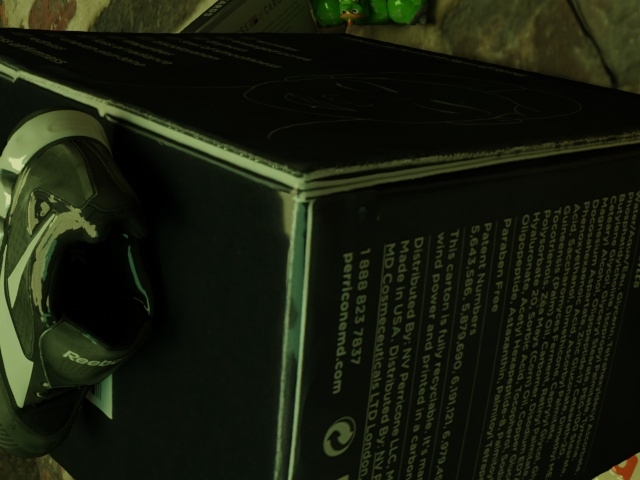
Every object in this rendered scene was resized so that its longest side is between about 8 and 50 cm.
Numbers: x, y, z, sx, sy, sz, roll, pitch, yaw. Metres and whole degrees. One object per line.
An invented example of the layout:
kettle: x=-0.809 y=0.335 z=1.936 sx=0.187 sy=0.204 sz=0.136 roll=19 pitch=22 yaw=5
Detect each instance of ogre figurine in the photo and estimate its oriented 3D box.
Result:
ogre figurine: x=0.054 y=-0.293 z=1.007 sx=0.197 sy=0.097 sz=0.118 roll=0 pitch=107 yaw=13

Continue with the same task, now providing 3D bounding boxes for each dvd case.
dvd case: x=-0.055 y=-0.171 z=1.029 sx=0.030 sy=0.179 sz=0.238 roll=12 pitch=137 yaw=35

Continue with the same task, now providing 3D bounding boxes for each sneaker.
sneaker: x=-0.145 y=0.051 z=0.516 sx=0.106 sy=0.078 sz=0.234 roll=42 pitch=126 yaw=37

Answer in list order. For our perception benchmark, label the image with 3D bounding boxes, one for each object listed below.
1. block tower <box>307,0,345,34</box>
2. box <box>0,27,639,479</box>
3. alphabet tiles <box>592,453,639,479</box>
block tower: x=-0.051 y=-0.203 z=1.182 sx=0.091 sy=0.097 sz=0.335 roll=48 pitch=135 yaw=41
box: x=0.000 y=0.000 z=0.760 sx=0.480 sy=0.472 sz=0.297 roll=24 pitch=117 yaw=44
alphabet tiles: x=0.227 y=0.268 z=0.927 sx=0.284 sy=0.021 sz=0.277 roll=41 pitch=129 yaw=45
